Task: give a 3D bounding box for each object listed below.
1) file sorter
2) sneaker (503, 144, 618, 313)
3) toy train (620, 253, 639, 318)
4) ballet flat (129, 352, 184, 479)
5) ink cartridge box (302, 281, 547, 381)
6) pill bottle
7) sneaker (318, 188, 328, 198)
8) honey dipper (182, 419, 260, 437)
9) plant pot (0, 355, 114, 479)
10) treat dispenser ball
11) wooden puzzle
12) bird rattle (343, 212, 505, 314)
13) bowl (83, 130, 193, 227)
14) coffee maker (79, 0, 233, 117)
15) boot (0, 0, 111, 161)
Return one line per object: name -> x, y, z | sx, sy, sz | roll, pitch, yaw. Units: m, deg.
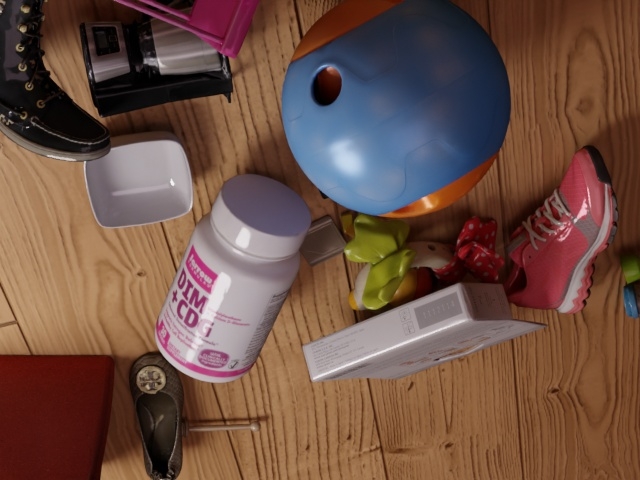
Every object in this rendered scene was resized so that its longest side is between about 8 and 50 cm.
file sorter -> -0.138, -0.378, 1.446 | 0.182, 0.202, 0.290 | 20, 100, -22
sneaker -> 0.354, -0.004, 2.022 | 0.136, 0.116, 0.314 | -2, 131, -11
toy train -> 0.539, 0.028, 2.117 | 0.143, 0.105, 0.248 | -12, 134, 14
ballet flat -> -0.260, 0.294, 2.142 | 0.084, 0.058, 0.250 | 0, 119, 1
ink cartridge box -> 0.164, 0.146, 2.078 | 0.296, 0.066, 0.261 | -24, 164, 30
pill bottle -> -0.124, 0.054, 1.919 | 0.160, 0.160, 0.283 | 10, 127, -22
sneaker -> 0.029, -0.114, 1.886 | 0.089, 0.051, 0.170 | -18, 137, 2
honey dipper -> -0.178, 0.310, 2.222 | 0.161, 0.030, 0.030 | -2, 131, -14
plant pot -> -0.453, 0.351, 2.049 | 0.267, 0.235, 0.267 | 2, 130, -15
treat dispenser ball -> 0.095, -0.172, 1.687 | 0.288, 0.288, 0.288 | -7, 132, -8
wooden puzzle -> 0.000, 0.000, 2.004 | 0.116, 0.014, 0.078 | -20, 128, 3
bird rattle -> 0.147, 0.040, 2.034 | 0.253, 0.143, 0.207 | -5, 148, -31
bowl -> -0.249, -0.091, 1.831 | 0.142, 0.053, 0.142 | -9, 133, -5
coffee maker -> -0.204, -0.215, 1.686 | 0.178, 0.120, 0.171 | -11, 133, -4
boot -> -0.347, -0.212, 1.615 | 0.236, 0.085, 0.178 | 29, 125, 17
